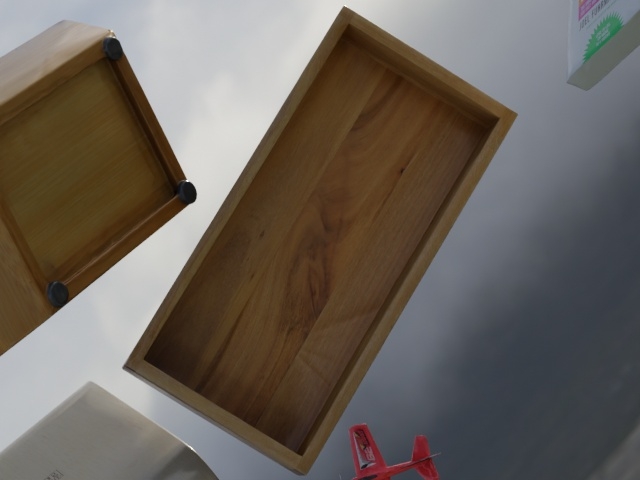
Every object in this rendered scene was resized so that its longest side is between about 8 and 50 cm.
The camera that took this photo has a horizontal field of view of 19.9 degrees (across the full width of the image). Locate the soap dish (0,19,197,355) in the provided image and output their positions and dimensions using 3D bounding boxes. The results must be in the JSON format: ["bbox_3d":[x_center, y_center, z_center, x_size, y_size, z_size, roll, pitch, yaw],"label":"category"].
[{"bbox_3d":[-0.255,-0.057,1.695,0.118,0.229,0.291,-13,19,38],"label":"soap dish"}]

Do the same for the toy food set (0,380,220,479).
[{"bbox_3d":[-0.248,0.272,1.843,0.219,0.092,0.306,-39,30,-19],"label":"toy food set"}]

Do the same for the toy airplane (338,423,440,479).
[{"bbox_3d":[0.094,0.309,2.457,0.151,0.151,0.028,-47,-19,6],"label":"toy airplane"}]

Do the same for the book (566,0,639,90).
[{"bbox_3d":[0.212,-0.189,1.301,0.096,0.035,0.144,-45,31,49],"label":"book"}]

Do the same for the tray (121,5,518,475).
[{"bbox_3d":[0.000,0.000,1.778,0.411,0.202,0.076,-59,4,-10],"label":"tray"}]
